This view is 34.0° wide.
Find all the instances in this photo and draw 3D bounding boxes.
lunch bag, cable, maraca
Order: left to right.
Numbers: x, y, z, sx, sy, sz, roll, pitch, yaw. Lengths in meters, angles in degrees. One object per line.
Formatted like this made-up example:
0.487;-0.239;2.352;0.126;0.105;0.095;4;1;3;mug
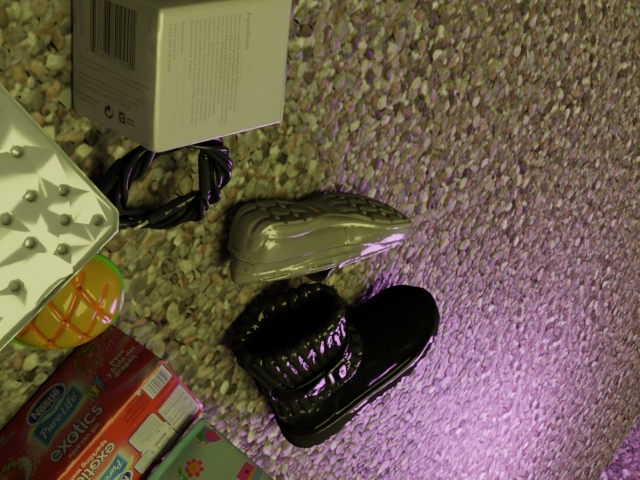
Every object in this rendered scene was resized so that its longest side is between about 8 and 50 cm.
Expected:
-0.309;0.068;1.155;0.186;0.099;0.127;-10;117;-18;maraca
-0.172;-0.066;1.204;0.151;0.047;0.184;16;132;-42;cable
-0.151;0.393;1.298;0.262;0.223;0.160;-49;170;-14;lunch bag

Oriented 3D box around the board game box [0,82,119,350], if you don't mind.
-0.428;-0.020;0.855;0.390;0.050;0.390;-48;114;-19;board game box

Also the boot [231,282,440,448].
0.037;0.133;1.577;0.348;0.131;0.260;-44;140;-23;boot

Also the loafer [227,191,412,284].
0.000;0.000;1.477;0.320;0.112;0.111;-5;121;-40;loafer

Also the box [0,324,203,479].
-0.284;0.244;1.267;0.257;0.123;0.128;-50;141;-16;box

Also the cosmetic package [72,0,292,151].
-0.149;-0.202;1.126;0.184;0.151;0.151;-19;125;-42;cosmetic package
